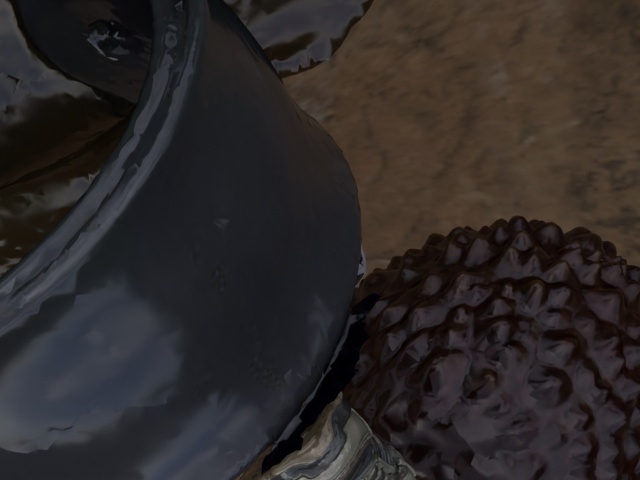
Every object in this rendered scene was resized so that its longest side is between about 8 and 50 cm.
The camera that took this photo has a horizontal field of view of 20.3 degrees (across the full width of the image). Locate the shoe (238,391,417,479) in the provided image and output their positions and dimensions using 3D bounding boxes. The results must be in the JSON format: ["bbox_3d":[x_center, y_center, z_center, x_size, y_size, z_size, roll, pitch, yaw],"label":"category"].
[{"bbox_3d":[0.007,0.148,1.084,0.092,0.180,0.089,41,81,3],"label":"shoe"}]

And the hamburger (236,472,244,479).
[{"bbox_3d":[-0.071,0.248,1.971,0.294,0.179,0.276,-32,102,-34],"label":"hamburger"}]

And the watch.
[{"bbox_3d":[-0.123,-0.036,0.802,0.335,0.327,0.314,-28,136,9],"label":"watch"}]

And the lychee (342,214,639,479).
[{"bbox_3d":[0.125,0.140,1.346,0.330,0.306,0.306,-37,95,-18],"label":"lychee"}]

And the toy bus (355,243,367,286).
[{"bbox_3d":[0.000,0.000,1.680,0.075,0.060,0.123,5,54,-32],"label":"toy bus"}]
